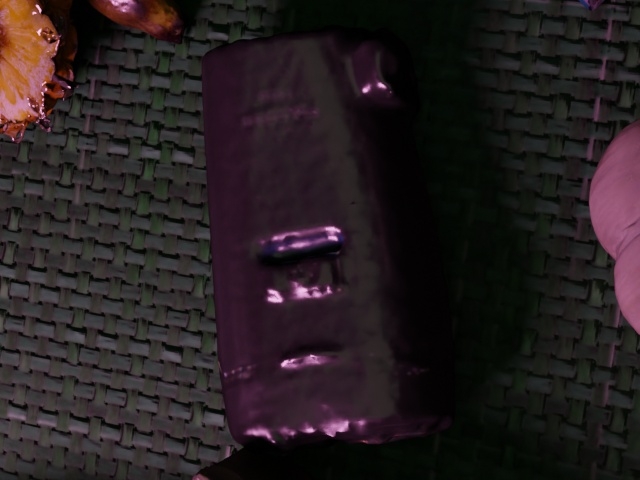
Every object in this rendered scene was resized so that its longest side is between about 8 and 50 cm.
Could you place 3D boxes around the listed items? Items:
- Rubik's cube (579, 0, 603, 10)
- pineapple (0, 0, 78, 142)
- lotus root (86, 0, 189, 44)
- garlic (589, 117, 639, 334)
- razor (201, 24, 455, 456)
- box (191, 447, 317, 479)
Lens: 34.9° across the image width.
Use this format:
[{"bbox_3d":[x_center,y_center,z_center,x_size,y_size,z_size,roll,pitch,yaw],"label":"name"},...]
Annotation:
[{"bbox_3d":[0.202,-0.242,0.753,0.092,0.092,0.092,-45,79,10],"label":"Rubik's cube"},{"bbox_3d":[-0.278,-0.184,0.871,0.221,0.047,0.221,15,118,30],"label":"pineapple"},{"bbox_3d":[-0.176,-0.249,0.857,0.108,0.094,0.191,-31,85,30],"label":"lotus root"},{"bbox_3d":[0.263,0.027,0.669,0.229,0.178,0.142,42,58,15],"label":"garlic"},{"bbox_3d":[0.001,-0.001,0.795,0.189,0.107,0.327,-7,86,15],"label":"razor"},{"bbox_3d":[-0.016,0.283,0.774,0.231,0.149,0.155,34,97,13],"label":"box"}]
